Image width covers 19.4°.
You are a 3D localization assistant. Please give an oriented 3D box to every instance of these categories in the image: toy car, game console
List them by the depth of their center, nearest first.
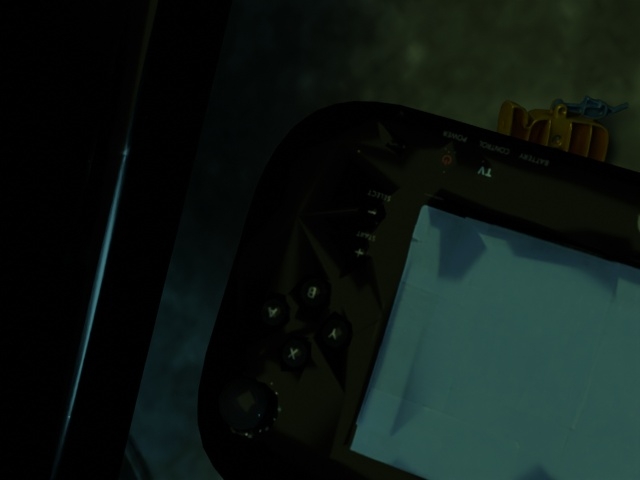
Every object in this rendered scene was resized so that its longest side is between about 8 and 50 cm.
[{"bbox_3d":[0.000,0.000,0.459,0.361,0.044,0.213,18,102,23],"label":"game console"},{"bbox_3d":[0.066,-0.078,0.514,0.041,0.060,0.122,3,99,-13],"label":"toy car"}]
